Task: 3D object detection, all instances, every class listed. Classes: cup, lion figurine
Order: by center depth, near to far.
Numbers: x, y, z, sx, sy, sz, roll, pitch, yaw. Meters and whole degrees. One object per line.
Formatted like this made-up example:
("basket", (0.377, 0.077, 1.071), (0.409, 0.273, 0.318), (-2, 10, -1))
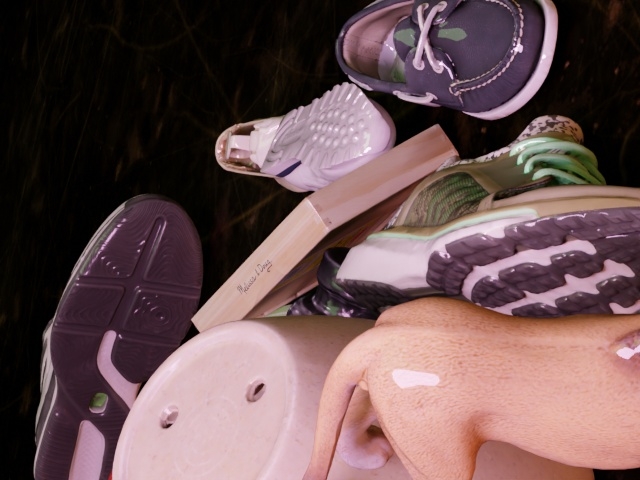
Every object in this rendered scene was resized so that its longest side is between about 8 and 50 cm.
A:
("lion figurine", (0.147, 0.082, 0.997), (0.240, 0.392, 0.142), (77, -176, -50))
("cup", (-0.008, 0.184, 1.253), (0.331, 0.237, 0.331), (-27, 45, 30))

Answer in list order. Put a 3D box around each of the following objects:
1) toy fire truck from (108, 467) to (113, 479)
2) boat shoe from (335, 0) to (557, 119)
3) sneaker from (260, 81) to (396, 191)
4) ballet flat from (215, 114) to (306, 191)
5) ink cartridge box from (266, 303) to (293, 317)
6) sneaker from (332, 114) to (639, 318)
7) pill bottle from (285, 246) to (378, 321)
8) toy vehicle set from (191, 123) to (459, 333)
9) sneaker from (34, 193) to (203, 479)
("toy fire truck", (-0.121, 0.356, 1.671), (0.302, 0.169, 0.254), (-75, -12, -45))
("boat shoe", (0.102, -0.165, 1.536), (0.302, 0.091, 0.114), (174, 107, -68))
("sneaker", (0.028, -0.086, 1.677), (0.090, 0.095, 0.235), (-63, 18, -10))
("ballet flat", (-0.051, -0.098, 1.895), (0.248, 0.086, 0.086), (-177, 99, -68))
("ink cartridge box", (-0.029, 0.181, 1.724), (0.171, 0.056, 0.235), (-14, 64, 66))
("sneaker", (0.152, -0.027, 1.297), (0.410, 0.158, 0.182), (-10, 52, 62))
("pill bottle", (0.014, 0.123, 1.554), (0.123, 0.123, 0.219), (-130, 56, -64))
("toy vehicle set", (0.000, 0.000, 1.619), (0.035, 0.166, 0.267), (55, 144, 7))
("sneaker", (-0.287, 0.093, 2.252), (0.257, 0.169, 0.447), (-115, 40, -55))
